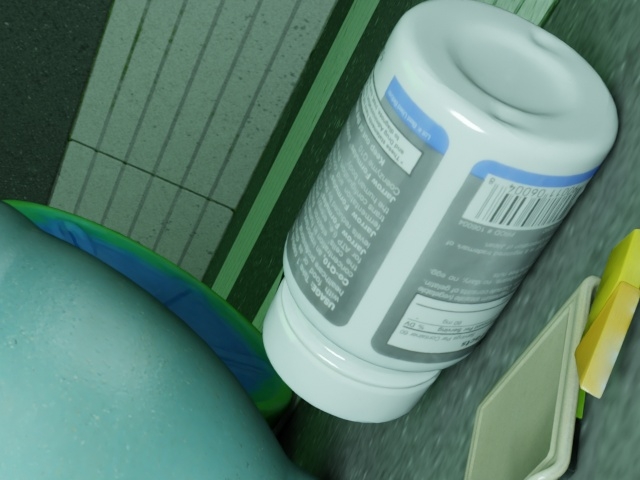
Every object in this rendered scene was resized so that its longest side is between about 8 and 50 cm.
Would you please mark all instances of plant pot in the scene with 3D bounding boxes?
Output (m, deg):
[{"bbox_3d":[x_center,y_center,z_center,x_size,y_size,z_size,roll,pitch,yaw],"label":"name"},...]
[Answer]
[{"bbox_3d":[-0.113,0.151,0.593,0.293,0.196,0.293,-157,90,-85],"label":"plant pot"}]

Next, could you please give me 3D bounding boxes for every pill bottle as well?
[{"bbox_3d":[0.034,-0.005,0.466,0.078,0.078,0.137,-74,10,-52],"label":"pill bottle"}]

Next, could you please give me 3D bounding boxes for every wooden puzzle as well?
[{"bbox_3d":[0.056,0.052,0.373,0.078,0.014,0.116,-65,4,-36],"label":"wooden puzzle"}]

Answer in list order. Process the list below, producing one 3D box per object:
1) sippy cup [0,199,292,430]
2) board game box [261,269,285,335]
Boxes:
[{"bbox_3d":[-0.172,0.128,0.893,0.224,0.240,0.305,-58,13,12],"label":"sippy cup"},{"bbox_3d":[0.000,0.000,1.005,0.126,0.026,0.186,120,171,-48],"label":"board game box"}]
